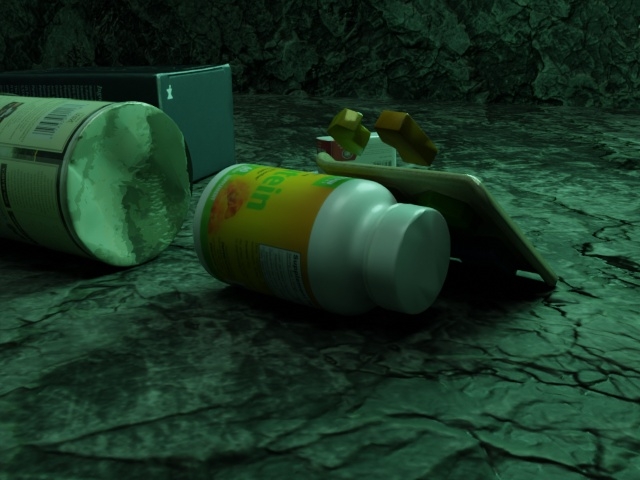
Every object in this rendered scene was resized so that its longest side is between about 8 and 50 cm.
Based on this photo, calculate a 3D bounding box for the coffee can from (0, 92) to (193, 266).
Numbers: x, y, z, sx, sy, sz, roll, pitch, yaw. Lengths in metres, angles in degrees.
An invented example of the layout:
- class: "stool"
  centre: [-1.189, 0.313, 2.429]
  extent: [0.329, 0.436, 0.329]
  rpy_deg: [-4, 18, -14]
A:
- class: "coffee can"
  centre: [-0.335, -0.085, 0.964]
  extent: [0.276, 0.201, 0.202]
  rpy_deg: [10, 20, 33]

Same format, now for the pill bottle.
- class: "pill bottle"
  centre: [0.000, 0.000, 0.758]
  extent: [0.246, 0.136, 0.136]
  rpy_deg: [12, 21, 37]

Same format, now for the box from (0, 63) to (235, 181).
- class: "box"
  centre: [-0.404, -0.228, 1.445]
  extent: [0.396, 0.211, 0.293]
  rpy_deg: [3, 16, 18]

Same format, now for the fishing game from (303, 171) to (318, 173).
- class: "fishing game"
  centre: [-0.027, -0.100, 1.287]
  extent: [0.189, 0.041, 0.264]
  rpy_deg: [-4, 8, -12]

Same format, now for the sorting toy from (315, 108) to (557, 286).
- class: "sorting toy"
  centre: [0.097, -0.039, 0.783]
  extent: [0.229, 0.041, 0.307]
  rpy_deg: [17, -15, 43]

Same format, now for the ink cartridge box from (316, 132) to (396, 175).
- class: "ink cartridge box"
  centre: [0.050, -0.077, 1.025]
  extent: [0.099, 0.135, 0.056]
  rpy_deg: [-8, 14, -22]
